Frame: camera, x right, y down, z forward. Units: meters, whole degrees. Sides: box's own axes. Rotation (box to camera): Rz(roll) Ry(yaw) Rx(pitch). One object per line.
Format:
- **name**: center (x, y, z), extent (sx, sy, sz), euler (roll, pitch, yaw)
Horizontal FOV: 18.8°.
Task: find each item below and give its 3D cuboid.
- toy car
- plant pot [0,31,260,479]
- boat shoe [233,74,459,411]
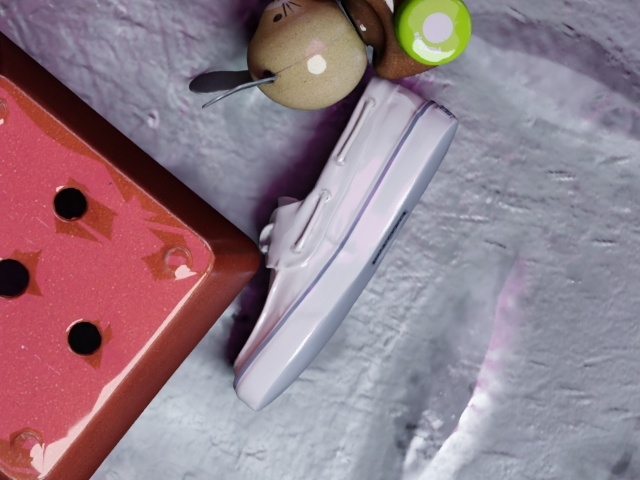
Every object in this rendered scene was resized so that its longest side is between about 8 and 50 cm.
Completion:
- **toy car**: center (-0.010, -0.153, 1.348), extent (0.188, 0.155, 0.149), euler (-31, 104, -1)
- **plant pot**: center (-0.201, 0.026, 1.223), extent (0.267, 0.236, 0.267), euler (40, 83, -7)
- **boat shoe**: center (0.000, 0.000, 1.398), extent (0.084, 0.095, 0.258), euler (32, 82, 10)
